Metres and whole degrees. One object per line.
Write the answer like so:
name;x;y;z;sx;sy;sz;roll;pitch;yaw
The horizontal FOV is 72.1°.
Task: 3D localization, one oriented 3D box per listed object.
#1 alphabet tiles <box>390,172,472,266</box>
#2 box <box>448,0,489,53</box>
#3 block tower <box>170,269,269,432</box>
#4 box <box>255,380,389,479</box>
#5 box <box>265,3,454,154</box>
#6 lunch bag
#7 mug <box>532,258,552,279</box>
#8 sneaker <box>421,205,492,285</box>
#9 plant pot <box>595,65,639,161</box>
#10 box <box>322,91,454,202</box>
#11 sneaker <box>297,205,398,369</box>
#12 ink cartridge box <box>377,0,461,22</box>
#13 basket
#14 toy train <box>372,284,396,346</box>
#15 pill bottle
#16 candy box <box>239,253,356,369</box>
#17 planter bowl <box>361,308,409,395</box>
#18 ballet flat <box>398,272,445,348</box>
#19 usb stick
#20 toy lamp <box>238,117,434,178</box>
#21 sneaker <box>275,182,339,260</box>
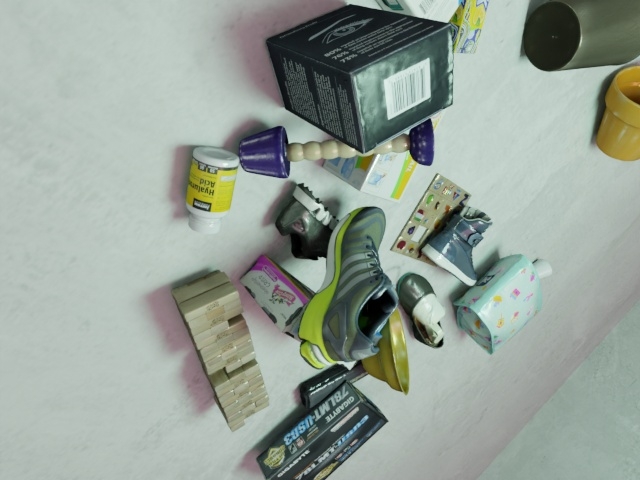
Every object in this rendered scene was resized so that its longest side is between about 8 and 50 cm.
alphabet tiles;0.287;-0.035;1.047;0.237;0.009;0.198;18;107;-44
box;0.242;-0.402;0.727;0.059;0.054;0.169;-13;125;-31
block tower;-0.172;0.204;0.797;0.097;0.091;0.335;-23;131;-23
box;0.020;0.519;1.149;0.295;0.073;0.293;-40;143;-5
box;0.048;-0.225;0.588;0.153;0.207;0.108;-31;134;-16
lunch bag;0.507;0.174;1.256;0.223;0.160;0.262;-40;141;-7
mug;0.706;0.107;1.434;0.064;0.062;0.078;-25;125;-12
sneaker;0.362;0.014;1.070;0.226;0.086;0.163;31;101;-44
plant pot;0.838;-0.319;1.159;0.205;0.205;0.188;-30;148;-18
box;0.110;-0.182;0.733;0.103;0.114;0.203;11;110;-42
sneaker;0.072;0.066;0.706;0.111;0.121;0.300;50;47;-40
ink cartridge box;0.120;-0.410;0.609;0.231;0.078;0.134;28;99;-45
basket;0.534;-0.426;0.874;0.227;0.154;0.204;-23;133;-19
toy train;0.102;0.163;0.970;0.080;0.105;0.184;23;103;-45
pill bottle;-0.159;-0.071;0.636;0.065;0.065;0.116;-3;121;-36
candy box;-0.023;0.135;0.816;0.071;0.159;0.233;-50;137;-1
planter bowl;0.147;0.259;1.050;0.090;0.217;0.217;-11;137;17
ballet flat;0.277;0.190;1.130;0.095;0.096;0.280;-38;135;-10
usb stick;0.072;0.334;1.108;0.278;0.045;0.077;-21;129;-26
toy lamp;0.020;-0.134;0.640;0.275;0.080;0.080;-3;127;4
sneaker;0.000;0.000;0.804;0.106;0.078;0.234;-46;132;2
